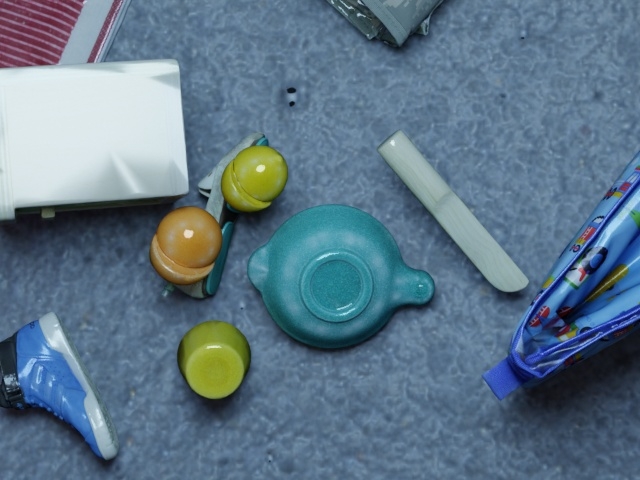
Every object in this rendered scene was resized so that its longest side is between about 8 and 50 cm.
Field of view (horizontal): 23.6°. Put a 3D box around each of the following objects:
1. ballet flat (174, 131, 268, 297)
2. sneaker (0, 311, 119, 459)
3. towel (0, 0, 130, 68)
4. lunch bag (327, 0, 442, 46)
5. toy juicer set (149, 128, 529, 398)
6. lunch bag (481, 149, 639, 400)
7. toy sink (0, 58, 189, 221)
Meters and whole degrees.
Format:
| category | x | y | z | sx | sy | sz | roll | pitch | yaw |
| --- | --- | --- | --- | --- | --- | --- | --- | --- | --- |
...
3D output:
| category | x | y | z | sx | sy | sz | roll | pitch | yaw |
| --- | --- | --- | --- | --- | --- | --- | --- | --- | --- |
| ballet flat | -0.101 | -0.030 | 1.440 | 0.052 | 0.057 | 0.168 | 19 | 86 | 16 |
| sneaker | -0.253 | 0.150 | 1.432 | 0.084 | 0.058 | 0.152 | -28 | 78 | -4 |
| towel | -0.374 | -0.201 | 1.492 | 0.329 | 0.037 | 0.237 | 22 | 85 | 5 |
| lunch bag | 0.048 | -0.347 | 1.393 | 0.287 | 0.169 | 0.235 | 42 | 85 | -25 |
| toy juicer set | 0.000 | 0.000 | 1.398 | 0.329 | 0.089 | 0.209 | -20 | 100 | -1 |
| lunch bag | 0.253 | 0.027 | 1.317 | 0.293 | 0.221 | 0.138 | -41 | 83 | 0 |
| toy sink | -0.244 | -0.083 | 1.378 | 0.234 | 0.153 | 0.131 | -4 | 89 | -11 |
